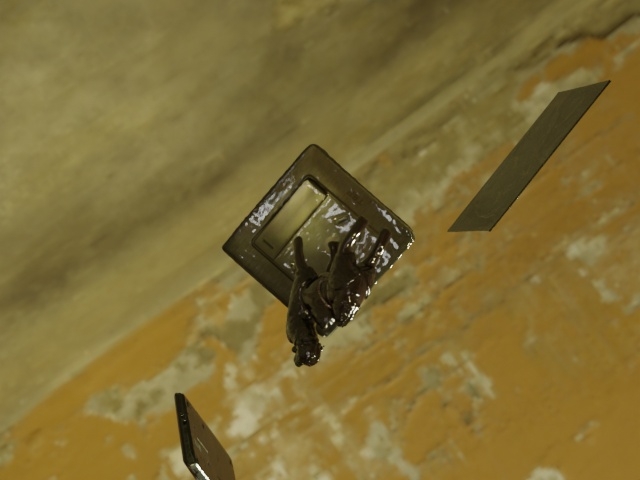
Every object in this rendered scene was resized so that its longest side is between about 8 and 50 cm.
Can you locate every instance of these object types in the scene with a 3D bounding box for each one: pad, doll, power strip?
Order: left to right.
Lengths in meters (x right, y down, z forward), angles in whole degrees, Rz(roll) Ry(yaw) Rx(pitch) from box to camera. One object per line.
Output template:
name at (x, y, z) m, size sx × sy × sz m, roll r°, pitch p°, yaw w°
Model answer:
power strip at (-0.001, -0.001, 2.269) m, size 0.257 × 0.251 × 0.092 m, roll -48°, pitch -178°, yaw 12°
doll at (0.007, 0.063, 1.463) m, size 0.057 × 0.165 × 0.139 m, roll 24°, pitch 157°, yaw -34°
pad at (0.390, -0.156, 2.434) m, size 0.367 × 0.007 × 0.247 m, roll -50°, pitch -170°, yaw -7°

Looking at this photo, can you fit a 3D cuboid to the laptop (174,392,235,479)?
laptop at (-0.176, 0.348, 2.033) m, size 0.026 × 0.154 × 0.207 m, roll -20°, pitch 134°, yaw 6°
